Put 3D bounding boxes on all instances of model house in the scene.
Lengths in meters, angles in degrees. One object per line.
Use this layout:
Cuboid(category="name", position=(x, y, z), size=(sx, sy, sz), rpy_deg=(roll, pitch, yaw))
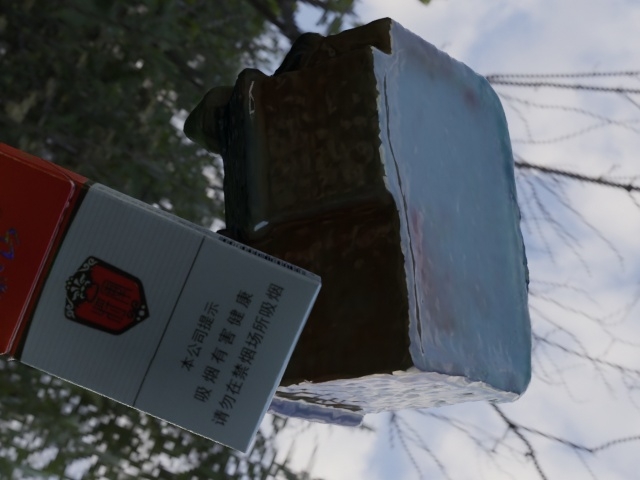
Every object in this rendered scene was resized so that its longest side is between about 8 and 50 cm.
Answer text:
Cuboid(category="model house", position=(0.000, 0.000, 1.069), size=(0.280, 0.245, 0.312), rpy_deg=(-14, -107, 34))

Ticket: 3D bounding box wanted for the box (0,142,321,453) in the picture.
Cuboid(category="box", position=(-0.136, 0.041, 0.852), size=(0.035, 0.245, 0.139), rpy_deg=(-94, -151, -80))
